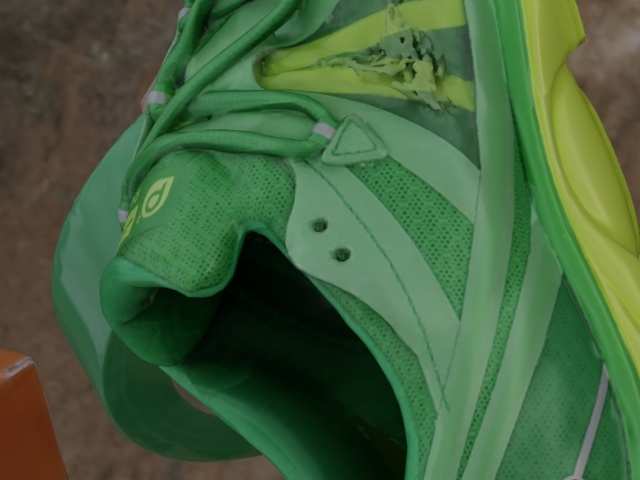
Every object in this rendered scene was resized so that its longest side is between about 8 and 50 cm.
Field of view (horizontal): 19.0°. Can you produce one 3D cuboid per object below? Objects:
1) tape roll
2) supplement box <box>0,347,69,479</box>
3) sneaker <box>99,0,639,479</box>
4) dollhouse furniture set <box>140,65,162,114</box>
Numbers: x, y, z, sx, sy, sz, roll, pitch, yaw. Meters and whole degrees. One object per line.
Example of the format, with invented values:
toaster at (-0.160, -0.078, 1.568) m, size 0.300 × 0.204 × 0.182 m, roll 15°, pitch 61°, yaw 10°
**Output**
tape roll at (0.000, 0.000, 1.139) m, size 0.321 × 0.321 × 0.077 m, roll -50°, pitch 54°, yaw 23°
supplement box at (-0.232, 0.088, 0.947) m, size 0.233 × 0.078 × 0.080 m, roll 10°, pitch 121°, yaw 42°
sneaker at (-0.001, -0.028, 0.478) m, size 0.109 × 0.123 × 0.295 m, roll 119°, pitch 135°, yaw -59°
dollhouse furniture set at (-0.034, -0.071, 1.451) m, size 0.129 × 0.129 × 0.183 m, roll -54°, pitch 47°, yaw 40°
